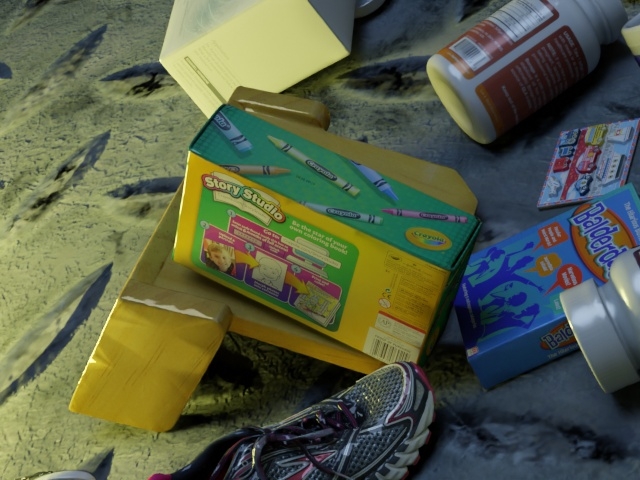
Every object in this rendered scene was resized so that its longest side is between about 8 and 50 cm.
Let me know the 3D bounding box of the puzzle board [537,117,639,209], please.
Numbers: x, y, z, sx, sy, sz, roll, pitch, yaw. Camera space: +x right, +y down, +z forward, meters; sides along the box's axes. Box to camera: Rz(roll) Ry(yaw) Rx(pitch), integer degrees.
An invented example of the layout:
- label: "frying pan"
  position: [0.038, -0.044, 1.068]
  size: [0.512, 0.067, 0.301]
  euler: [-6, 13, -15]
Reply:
- label: "puzzle board"
  position: [0.289, -0.085, 1.842]
  size: [0.096, 0.011, 0.128]
  euler: [-10, 38, 31]

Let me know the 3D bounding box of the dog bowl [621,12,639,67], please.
- label: "dog bowl"
  position: [0.444, -0.229, 1.727]
  size: [0.265, 0.104, 0.265]
  euler: [-28, 6, 3]

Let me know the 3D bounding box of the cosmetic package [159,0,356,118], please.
- label: "cosmetic package"
  position: [-0.078, -0.307, 2.312]
  size: [0.225, 0.138, 0.224]
  euler: [-26, 32, 23]

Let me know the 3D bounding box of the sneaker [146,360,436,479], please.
- label: "sneaker"
  position: [-0.025, 0.207, 1.610]
  size: [0.299, 0.112, 0.121]
  euler: [-34, 32, -5]

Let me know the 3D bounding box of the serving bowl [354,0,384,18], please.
- label: "serving bowl"
  position: [0.060, -0.331, 2.362]
  size: [0.083, 0.027, 0.083]
  euler: [-22, 34, 15]

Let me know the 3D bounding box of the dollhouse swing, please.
- label: "dollhouse swing"
  position: [-0.043, 0.055, 1.886]
  size: [0.315, 0.305, 0.347]
  euler: [-60, 5, 47]

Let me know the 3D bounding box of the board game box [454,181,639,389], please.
- label: "board game box"
  position: [0.234, 0.042, 1.677]
  size: [0.210, 0.047, 0.160]
  euler: [-25, 32, 10]

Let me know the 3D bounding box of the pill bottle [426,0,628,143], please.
- label: "pill bottle"
  position: [0.240, -0.216, 1.961]
  size: [0.216, 0.121, 0.121]
  euler: [-35, 32, -6]

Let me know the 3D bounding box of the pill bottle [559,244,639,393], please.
- label: "pill bottle"
  position: [0.333, 0.046, 1.518]
  size: [0.221, 0.121, 0.121]
  euler: [-26, 32, 10]

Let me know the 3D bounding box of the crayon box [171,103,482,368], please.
- label: "crayon box"
  position: [0.000, 0.000, 1.659]
  size: [0.278, 0.165, 0.081]
  euler: [25, 49, 10]

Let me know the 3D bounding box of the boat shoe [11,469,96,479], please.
- label: "boat shoe"
  position: [-0.297, 0.265, 1.822]
  size: [0.142, 0.049, 0.040]
  euler: [-19, 33, 23]
